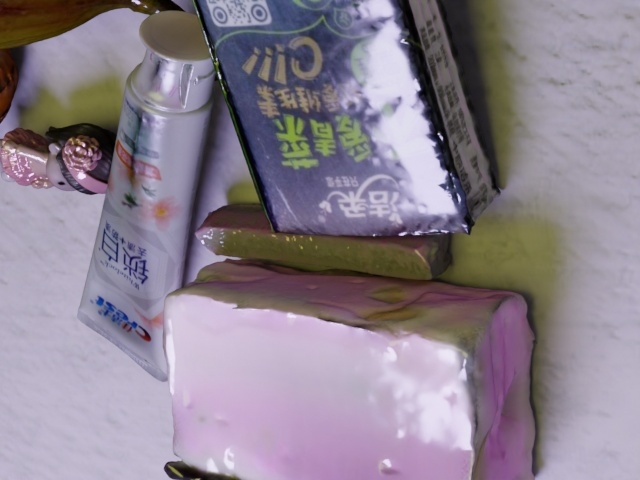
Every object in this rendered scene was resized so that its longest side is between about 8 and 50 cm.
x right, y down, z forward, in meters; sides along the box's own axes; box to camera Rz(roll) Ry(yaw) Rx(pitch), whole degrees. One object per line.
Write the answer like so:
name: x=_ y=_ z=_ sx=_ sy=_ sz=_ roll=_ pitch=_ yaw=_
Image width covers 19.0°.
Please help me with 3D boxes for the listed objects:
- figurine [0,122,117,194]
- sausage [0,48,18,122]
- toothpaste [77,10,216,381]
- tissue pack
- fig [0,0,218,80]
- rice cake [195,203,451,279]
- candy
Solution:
figurine: x=-0.209 y=-0.068 z=1.501 sx=0.129 sy=0.072 sz=0.054 roll=8 pitch=74 yaw=35
sausage: x=-0.359 y=-0.062 z=1.586 sx=0.330 sy=0.102 sz=0.102 roll=-39 pitch=80 yaw=33
toothpaste: x=-0.129 y=-0.027 z=1.443 sx=0.100 sy=0.066 sz=0.323 roll=33 pitch=135 yaw=20
tissue pack: x=0.012 y=-0.116 z=1.300 sx=0.173 sy=0.073 sz=0.235 roll=0 pitch=122 yaw=35
fig: x=-0.205 y=-0.207 z=1.422 sx=0.321 sy=0.217 sz=0.217 roll=27 pitch=120 yaw=-7
rice cake: x=0.000 y=0.000 z=1.392 sx=0.206 sy=0.047 sz=0.036 roll=8 pitch=113 yaw=33
candy: x=0.017 y=0.105 z=1.365 sx=0.265 sy=0.116 sz=0.155 roll=6 pitch=105 yaw=33
